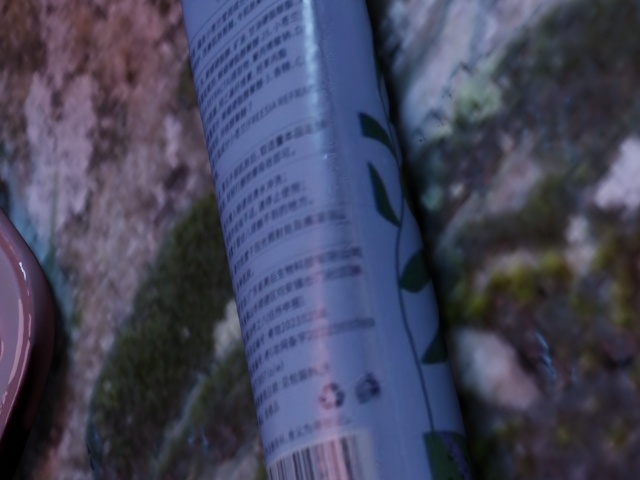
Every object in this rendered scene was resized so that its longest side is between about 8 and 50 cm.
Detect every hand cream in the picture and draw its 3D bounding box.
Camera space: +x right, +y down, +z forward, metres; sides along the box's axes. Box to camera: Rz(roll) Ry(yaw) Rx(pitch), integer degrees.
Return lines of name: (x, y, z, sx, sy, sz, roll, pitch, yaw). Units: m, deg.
hand cream: (0.000, 0.000, 0.400, 0.091, 0.058, 0.271, -35, 61, 46)

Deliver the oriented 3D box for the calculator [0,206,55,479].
calculator: (-0.220, 0.093, 0.588, 0.220, 0.048, 0.329, 45, 113, 35)
